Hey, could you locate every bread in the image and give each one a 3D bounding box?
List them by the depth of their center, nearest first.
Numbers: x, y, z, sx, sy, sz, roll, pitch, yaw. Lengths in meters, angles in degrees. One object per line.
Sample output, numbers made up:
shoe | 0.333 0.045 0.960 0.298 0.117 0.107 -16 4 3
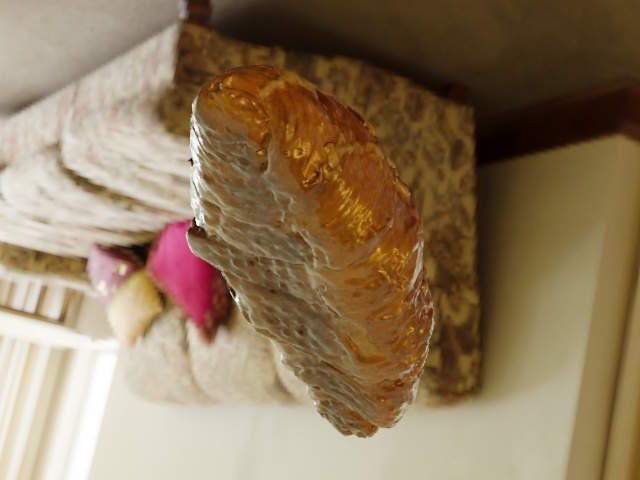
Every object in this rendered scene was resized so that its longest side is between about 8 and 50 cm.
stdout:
bread | 0.000 0.000 0.589 0.105 0.076 0.233 15 143 31
